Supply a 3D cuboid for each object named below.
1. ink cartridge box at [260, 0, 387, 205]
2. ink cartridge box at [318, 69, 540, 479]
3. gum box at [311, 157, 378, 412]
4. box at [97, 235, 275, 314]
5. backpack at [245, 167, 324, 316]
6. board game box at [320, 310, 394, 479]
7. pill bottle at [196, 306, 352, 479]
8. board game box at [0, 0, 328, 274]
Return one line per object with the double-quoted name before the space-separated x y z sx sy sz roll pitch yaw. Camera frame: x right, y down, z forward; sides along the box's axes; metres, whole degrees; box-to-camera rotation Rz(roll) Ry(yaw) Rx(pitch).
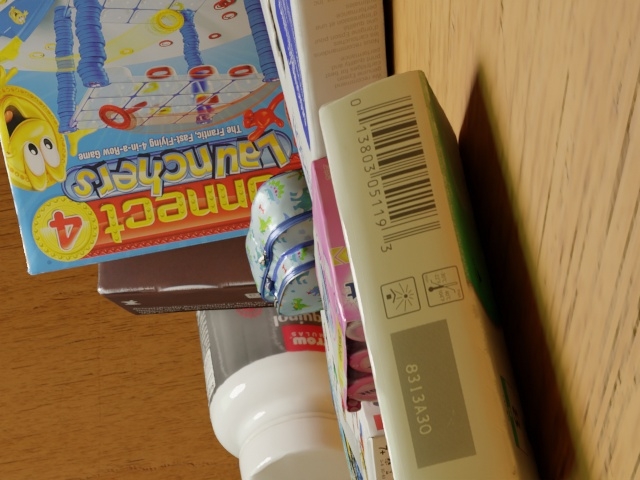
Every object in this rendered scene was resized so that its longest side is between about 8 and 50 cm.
"ink cartridge box" -0.013 -0.223 0.906 0.307 0.072 0.303 80 177 -54
"ink cartridge box" 0.068 0.047 0.646 0.224 0.056 0.181 41 -145 -65
"gum box" 0.034 0.032 0.879 0.188 0.062 0.107 87 172 -66
"box" -0.121 -0.122 1.423 0.143 0.191 0.381 59 -151 -73
"backpack" 0.000 0.000 1.051 0.114 0.105 0.084 97 157 -54
"board game box" 0.045 0.140 1.110 0.305 0.053 0.193 -106 7 -59
"pill bottle" -0.040 0.135 1.495 0.176 0.176 0.318 83 175 -48
"board game box" -0.142 -0.148 1.240 0.086 0.308 0.302 -123 22 -76
